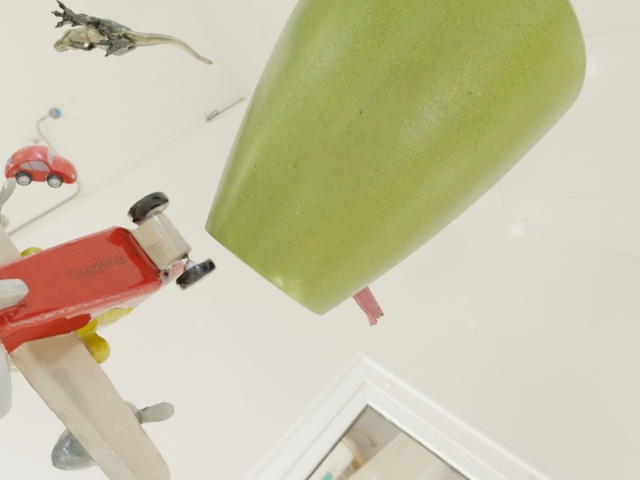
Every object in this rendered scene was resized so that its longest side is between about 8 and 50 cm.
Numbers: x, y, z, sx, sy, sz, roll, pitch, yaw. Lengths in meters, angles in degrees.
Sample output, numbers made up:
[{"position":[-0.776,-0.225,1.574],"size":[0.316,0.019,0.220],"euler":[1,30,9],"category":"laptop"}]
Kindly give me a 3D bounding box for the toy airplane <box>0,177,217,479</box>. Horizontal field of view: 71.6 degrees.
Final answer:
[{"position":[-0.336,0.089,0.519],"size":[0.384,0.272,0.386],"euler":[34,-149,-40],"category":"toy airplane"}]

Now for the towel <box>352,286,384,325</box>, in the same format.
[{"position":[0.000,0.000,0.708],"size":[0.275,0.031,0.199],"euler":[53,177,34],"category":"towel"}]

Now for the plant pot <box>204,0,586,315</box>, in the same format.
[{"position":[0.035,-0.086,0.426],"size":[0.275,0.293,0.275],"euler":[37,176,3],"category":"plant pot"}]

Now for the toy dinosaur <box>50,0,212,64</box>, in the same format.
[{"position":[-0.308,-0.301,0.658],"size":[0.268,0.118,0.064],"euler":[13,106,13],"category":"toy dinosaur"}]

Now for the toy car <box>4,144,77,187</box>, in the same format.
[{"position":[-0.513,-0.110,0.631],"size":[0.239,0.225,0.053],"euler":[19,121,-1],"category":"toy car"}]
